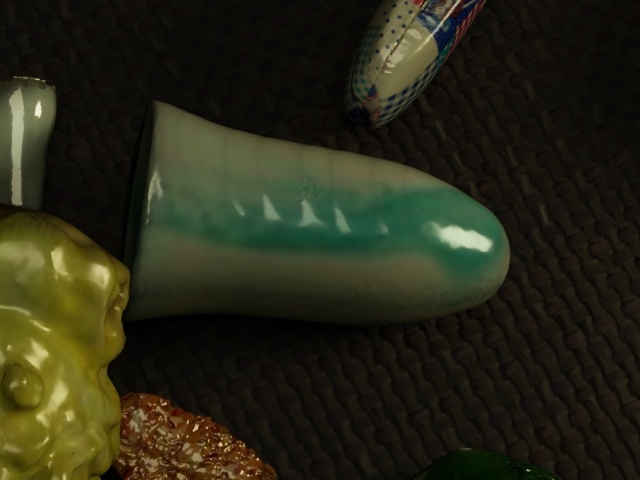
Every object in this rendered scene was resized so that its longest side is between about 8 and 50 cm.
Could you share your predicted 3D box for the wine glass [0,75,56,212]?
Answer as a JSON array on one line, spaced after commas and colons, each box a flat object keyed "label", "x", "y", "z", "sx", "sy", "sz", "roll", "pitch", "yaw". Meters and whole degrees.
[{"label": "wine glass", "x": -0.259, "y": -0.056, "z": 1.647, "sx": 0.072, "sy": 0.072, "sz": 0.155, "roll": 0, "pitch": 74, "yaw": -6}]

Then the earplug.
[{"label": "earplug", "x": 0.000, "y": 0.000, "z": 1.620, "sx": 0.324, "sy": 0.185, "sz": 0.185, "roll": 9, "pitch": 72, "yaw": -11}]

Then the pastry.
[{"label": "pastry", "x": -0.109, "y": 0.185, "z": 1.597, "sx": 0.169, "sy": 0.063, "sz": 0.087, "roll": 34, "pitch": 81, "yaw": 0}]

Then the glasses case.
[{"label": "glasses case", "x": 0.118, "y": -0.238, "z": 1.716, "sx": 0.076, "sy": 0.125, "sz": 0.327, "roll": 32, "pitch": 72, "yaw": 5}]

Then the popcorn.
[{"label": "popcorn", "x": -0.280, "y": 0.115, "z": 1.481, "sx": 0.312, "sy": 0.312, "sz": 0.312, "roll": 2, "pitch": 73, "yaw": -6}]

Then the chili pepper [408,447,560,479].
[{"label": "chili pepper", "x": 0.184, "y": 0.252, "z": 1.577, "sx": 0.264, "sy": 0.116, "sz": 0.148, "roll": 27, "pitch": 69, "yaw": 1}]
